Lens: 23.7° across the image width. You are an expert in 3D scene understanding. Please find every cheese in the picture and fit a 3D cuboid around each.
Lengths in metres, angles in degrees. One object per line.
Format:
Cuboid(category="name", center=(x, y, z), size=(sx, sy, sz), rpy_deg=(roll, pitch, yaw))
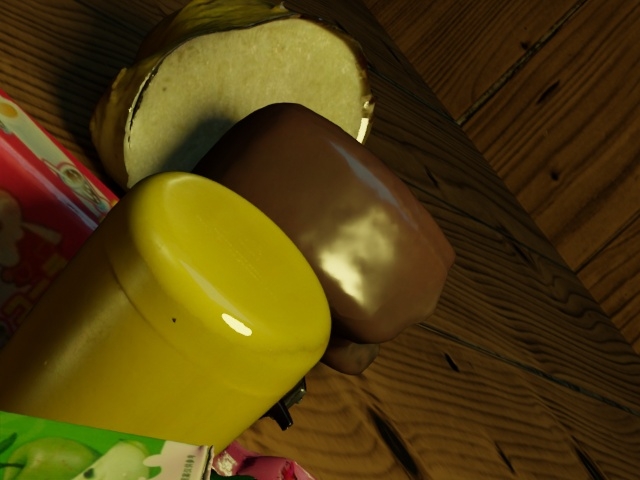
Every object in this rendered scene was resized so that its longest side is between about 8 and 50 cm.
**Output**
Cuboid(category="cheese", center=(-0.053, 0.221, 1.349), size=(0.244, 0.062, 0.155), rpy_deg=(44, 15, -3))

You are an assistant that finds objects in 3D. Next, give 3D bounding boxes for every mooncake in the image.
Cuboid(category="mooncake", center=(0.000, 0.000, 1.593), size=(0.334, 0.174, 0.326), rpy_deg=(28, -21, 32))

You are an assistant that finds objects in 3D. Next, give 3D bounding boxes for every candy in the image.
Cuboid(category="candy", center=(-0.295, -0.040, 1.213), size=(0.306, 0.157, 0.100), rpy_deg=(42, 16, -9))

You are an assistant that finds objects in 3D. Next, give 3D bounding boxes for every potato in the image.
Cuboid(category="potato", center=(-0.152, -0.156, 1.839), size=(0.397, 0.290, 0.296), rpy_deg=(-26, 33, -35))

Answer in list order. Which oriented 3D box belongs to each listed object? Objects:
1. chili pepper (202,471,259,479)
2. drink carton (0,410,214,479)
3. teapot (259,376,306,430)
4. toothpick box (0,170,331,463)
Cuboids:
Cuboid(category="chili pepper", center=(-0.090, 0.276, 0.955), size=(0.165, 0.174, 0.261), rpy_deg=(53, 34, -58))
Cuboid(category="drink carton", center=(-0.195, 0.173, 0.804), size=(0.271, 0.108, 0.161), rpy_deg=(10, 25, 0))
Cuboid(category="teapot", center=(-0.054, 0.129, 1.532), size=(0.096, 0.087, 0.177), rpy_deg=(41, 15, -25))
Cuboid(category="toothpick box", center=(-0.137, 0.098, 1.077), size=(0.175, 0.271, 0.175), rpy_deg=(37, 23, -18))
